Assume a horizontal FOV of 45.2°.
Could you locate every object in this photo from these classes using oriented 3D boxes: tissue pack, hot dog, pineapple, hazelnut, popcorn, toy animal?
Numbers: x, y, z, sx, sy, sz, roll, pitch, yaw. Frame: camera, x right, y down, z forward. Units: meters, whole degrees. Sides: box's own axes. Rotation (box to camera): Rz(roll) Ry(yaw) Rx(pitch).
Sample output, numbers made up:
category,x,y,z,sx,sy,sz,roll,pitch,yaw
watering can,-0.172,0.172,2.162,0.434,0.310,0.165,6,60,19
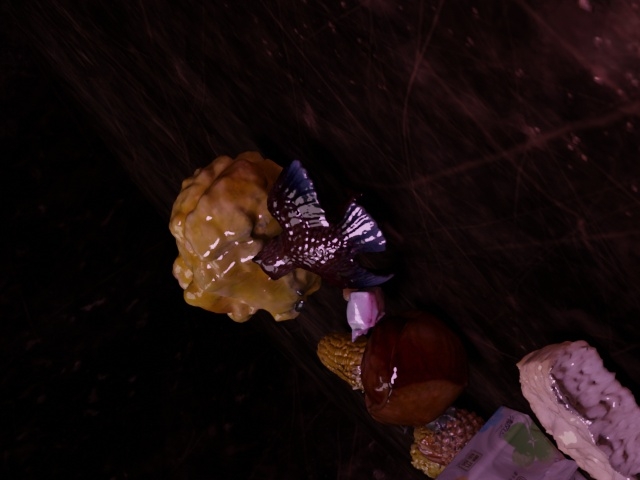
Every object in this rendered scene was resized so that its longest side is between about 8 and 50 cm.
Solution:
category,x,y,z,sx,sy,sz,roll,pitch,yaw
tissue pack,0.278,0.392,1.158,0.159,0.229,0.145,48,166,-5
hot dog,0.259,0.403,1.553,0.123,0.093,0.261,7,157,17
pineapple,0.205,0.296,1.387,0.277,0.130,0.119,45,-163,-2
hazelnut,0.127,0.191,1.138,0.160,0.170,0.202,49,140,-5
popcorn,0.278,0.522,1.859,0.121,0.116,0.106,-20,131,31
toy animal,-0.007,0.003,1.000,0.218,0.180,0.116,51,-167,-25
popcorn,-0.109,0.004,1.171,0.286,0.252,0.215,44,175,-40

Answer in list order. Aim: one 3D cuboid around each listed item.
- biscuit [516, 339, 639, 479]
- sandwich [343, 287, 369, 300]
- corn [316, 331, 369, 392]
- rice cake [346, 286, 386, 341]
category,x,y,z,sx,sy,sz,roll,pitch,yaw
biscuit,0.319,0.227,0.835,0.281,0.084,0.179,45,167,2
sandwich,0.058,0.088,1.361,0.083,0.044,0.031,45,172,17
corn,0.076,0.258,1.691,0.115,0.115,0.318,50,169,-14
rice cake,0.073,0.108,1.151,0.051,0.081,0.290,8,177,7
